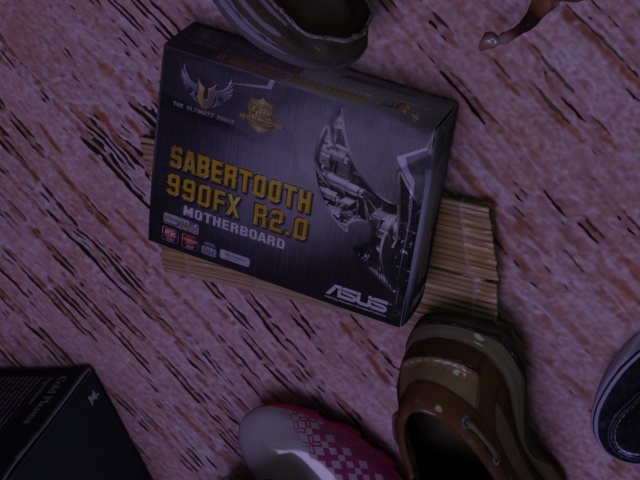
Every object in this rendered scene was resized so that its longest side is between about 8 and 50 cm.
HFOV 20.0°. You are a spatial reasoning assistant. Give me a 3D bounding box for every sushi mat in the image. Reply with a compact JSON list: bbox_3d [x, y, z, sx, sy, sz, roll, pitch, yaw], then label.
[{"bbox_3d":[0.000,0.000,1.509,0.316,0.019,0.151,12,131,20],"label":"sushi mat"}]

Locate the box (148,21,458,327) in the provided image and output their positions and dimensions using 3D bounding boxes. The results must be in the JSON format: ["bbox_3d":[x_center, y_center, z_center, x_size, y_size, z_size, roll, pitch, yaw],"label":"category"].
[{"bbox_3d":[-0.018,-0.052,1.427,0.231,0.056,0.183,19,125,16],"label":"box"}]

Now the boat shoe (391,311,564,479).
[{"bbox_3d":[0.125,0.207,1.533,0.122,0.120,0.324,1,133,29],"label":"boat shoe"}]

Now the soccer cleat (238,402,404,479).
[{"bbox_3d":[0.043,0.287,1.640,0.331,0.143,0.116,43,135,-9],"label":"soccer cleat"}]

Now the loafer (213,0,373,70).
[{"bbox_3d":[-0.049,-0.227,1.290,0.251,0.094,0.087,46,139,-12],"label":"loafer"}]

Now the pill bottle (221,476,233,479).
[{"bbox_3d":[-0.041,0.302,1.736,0.169,0.094,0.094,35,136,-1],"label":"pill bottle"}]

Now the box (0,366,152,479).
[{"bbox_3d":[-0.327,0.312,1.849,0.312,0.179,0.343,-5,124,31],"label":"box"}]

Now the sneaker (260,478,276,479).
[{"bbox_3d":[-0.034,0.350,1.615,0.145,0.090,0.270,-31,81,54],"label":"sneaker"}]

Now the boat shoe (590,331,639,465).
[{"bbox_3d":[0.307,0.112,1.369,0.108,0.102,0.301,44,135,-11],"label":"boat shoe"}]

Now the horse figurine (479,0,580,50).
[{"bbox_3d":[0.133,-0.231,1.205,0.174,0.066,0.263,-11,123,43],"label":"horse figurine"}]
